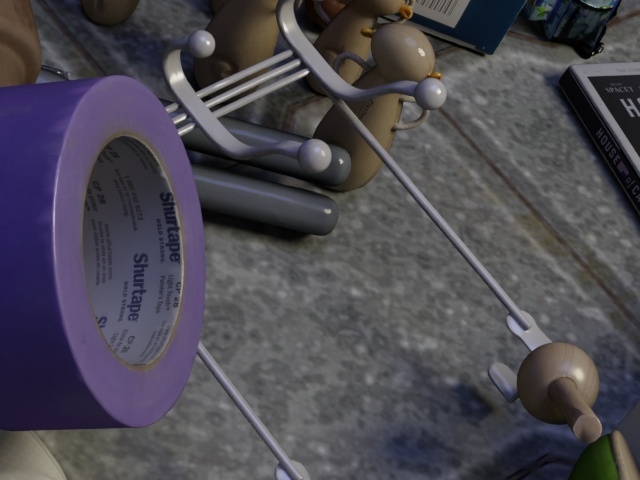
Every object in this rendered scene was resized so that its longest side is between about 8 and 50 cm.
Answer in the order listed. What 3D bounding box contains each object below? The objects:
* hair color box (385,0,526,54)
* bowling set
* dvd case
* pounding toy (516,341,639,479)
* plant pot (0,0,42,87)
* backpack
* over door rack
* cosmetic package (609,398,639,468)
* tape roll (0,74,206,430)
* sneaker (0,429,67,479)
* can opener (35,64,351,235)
[{"bbox_3d":[0.103,-0.329,1.633,0.173,0.105,0.347,21,45,-10],"label":"hair color box"},{"bbox_3d":[-0.019,-0.196,1.413,0.287,0.154,0.200,34,44,3],"label":"bowling set"},{"bbox_3d":[0.321,-0.054,1.553,0.179,0.029,0.239,-6,54,-32],"label":"dvd case"},{"bbox_3d":[0.157,0.198,1.170,0.183,0.110,0.237,-73,140,-75],"label":"pounding toy"},{"bbox_3d":[-0.265,-0.019,1.083,0.263,0.263,0.229,-10,74,-34],"label":"plant pot"},{"bbox_3d":[0.219,-0.234,1.601,0.084,0.114,0.105,13,47,-17],"label":"backpack"},{"bbox_3d":[0.000,0.000,1.207,0.239,0.108,0.324,-30,85,-35],"label":"over door rack"},{"bbox_3d":[0.427,0.083,1.340,0.453,0.230,0.161,-21,63,-38],"label":"cosmetic package"},{"bbox_3d":[-0.134,0.008,1.020,0.080,0.189,0.189,-5,40,20],"label":"tape roll"},{"bbox_3d":[-0.145,0.199,1.016,0.110,0.118,0.292,-5,52,-29],"label":"sneaker"},{"bbox_3d":[-0.111,-0.060,1.290,0.280,0.074,0.093,14,5,-21],"label":"can opener"}]
